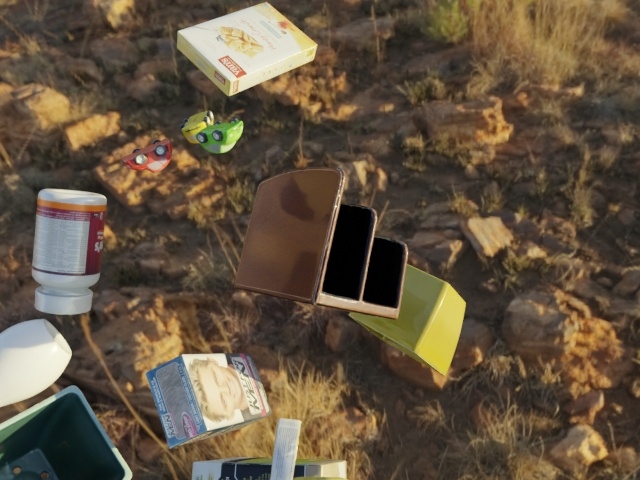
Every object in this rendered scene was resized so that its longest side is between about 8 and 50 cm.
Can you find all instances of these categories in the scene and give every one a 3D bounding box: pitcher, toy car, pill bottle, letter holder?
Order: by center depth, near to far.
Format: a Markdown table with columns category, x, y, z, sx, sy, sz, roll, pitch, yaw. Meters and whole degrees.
| category | x | y | z | sx | sy | sz | roll | pitch | yaw |
| --- | --- | --- | --- | --- | --- | --- | --- | --- | --- |
| letter holder | 0.000 | 0.000 | 1.076 | 0.302 | 0.152 | 0.214 | 1 | 79 | 60 |
| pitcher | -0.559 | 0.233 | 1.161 | 0.207 | 0.125 | 0.178 | -36 | 9 | -12 |
| pill bottle | -0.472 | 0.019 | 1.209 | 0.121 | 0.221 | 0.121 | 7 | 7 | -1 |
| toy car | -0.235 | -0.192 | 1.252 | 0.225 | 0.053 | 0.239 | 2 | 33 | 38 |

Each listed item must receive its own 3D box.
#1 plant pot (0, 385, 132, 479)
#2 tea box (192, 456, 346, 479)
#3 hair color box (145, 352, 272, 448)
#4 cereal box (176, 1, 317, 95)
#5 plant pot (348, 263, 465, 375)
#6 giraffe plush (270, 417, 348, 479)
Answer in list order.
| category | x | y | z | sx | sy | sz | roll | pitch | yaw |
| --- | --- | --- | --- | --- | --- | --- | --- | --- | --- |
| plant pot | -0.619 | 0.516 | 1.425 | 0.247 | 0.252 | 0.247 | -28 | 81 | -46 |
| tea box | -0.116 | 0.679 | 1.494 | 0.324 | 0.220 | 0.328 | -4 | 74 | 17 |
| hair color box | -0.248 | 0.362 | 1.510 | 0.105 | 0.347 | 0.173 | -27 | 74 | 13 |
| cereal box | -0.150 | -0.402 | 1.338 | 0.240 | 0.047 | 0.173 | -33 | 68 | -34 |
| plant pot | 0.236 | 0.181 | 1.597 | 0.212 | 0.212 | 0.187 | 26 | 81 | 39 |
| giraffe plush | -0.045 | 0.281 | 0.563 | 0.181 | 0.170 | 0.210 | 18 | 62 | 17 |
